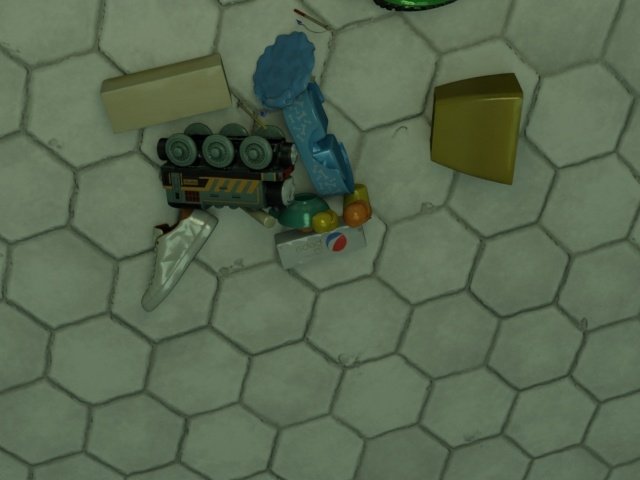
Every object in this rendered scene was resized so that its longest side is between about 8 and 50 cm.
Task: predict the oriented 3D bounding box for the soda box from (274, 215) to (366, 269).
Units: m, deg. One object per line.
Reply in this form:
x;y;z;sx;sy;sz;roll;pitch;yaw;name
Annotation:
0.000;0.000;2.090;0.216;0.069;0.073;-16;115;-1;soda box

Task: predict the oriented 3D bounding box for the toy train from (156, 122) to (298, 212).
-0.209;-0.161;1.919;0.334;0.142;0.190;4;113;15;toy train

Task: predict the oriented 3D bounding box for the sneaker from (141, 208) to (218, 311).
-0.372;0.034;2.049;0.123;0.106;0.290;33;99;-10;sneaker

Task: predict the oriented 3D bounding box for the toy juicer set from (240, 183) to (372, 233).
-0.033;-0.049;1.986;0.329;0.209;0.089;-6;113;-5;toy juicer set

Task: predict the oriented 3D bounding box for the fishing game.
-0.074;-0.372;1.863;0.041;0.189;0.264;22;102;-46;fishing game

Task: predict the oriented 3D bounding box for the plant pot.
0.350;-0.265;1.953;0.187;0.212;0.212;4;114;5;plant pot

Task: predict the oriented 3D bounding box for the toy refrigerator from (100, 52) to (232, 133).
-0.340;-0.329;1.886;0.270;0.094;0.102;-14;122;0;toy refrigerator

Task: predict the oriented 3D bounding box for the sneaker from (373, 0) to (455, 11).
0.266;-0.591;1.839;0.344;0.134;0.146;-22;109;-7;sneaker

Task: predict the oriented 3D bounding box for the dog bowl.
-0.008;-0.232;1.940;0.074;0.166;0.297;-17;116;14;dog bowl
